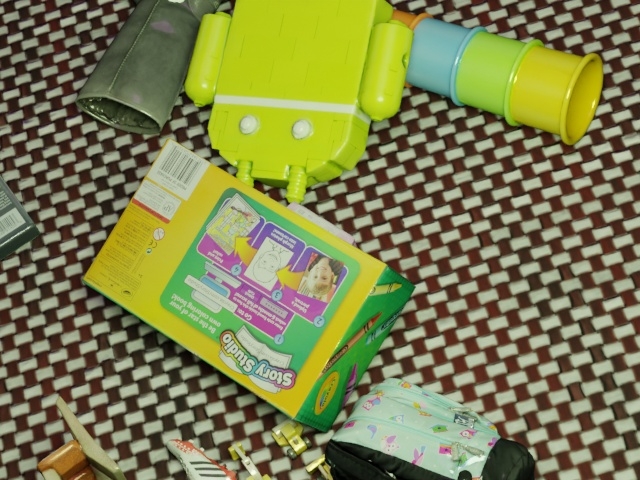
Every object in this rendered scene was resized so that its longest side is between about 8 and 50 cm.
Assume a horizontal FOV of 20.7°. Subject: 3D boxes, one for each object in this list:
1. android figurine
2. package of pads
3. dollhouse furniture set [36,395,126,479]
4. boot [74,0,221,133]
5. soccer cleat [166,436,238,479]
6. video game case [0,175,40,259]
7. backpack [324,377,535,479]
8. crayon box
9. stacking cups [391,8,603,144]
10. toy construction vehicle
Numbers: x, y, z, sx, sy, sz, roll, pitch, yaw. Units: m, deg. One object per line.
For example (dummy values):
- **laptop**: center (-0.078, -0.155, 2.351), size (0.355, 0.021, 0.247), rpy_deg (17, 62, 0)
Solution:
- **android figurine**: center (-0.024, -0.169, 1.783), size (0.248, 0.056, 0.273), rpy_deg (9, 79, 29)
- **package of pads**: center (0.000, 0.000, 1.721), size (0.083, 0.050, 0.032), rpy_deg (32, 69, 27)
- **dollhouse furniture set**: center (-0.317, 0.228, 1.521), size (0.262, 0.259, 0.135), rpy_deg (-36, 68, -13)
- **boot**: center (-0.210, -0.224, 1.904), size (0.189, 0.076, 0.209), rpy_deg (17, 70, 24)
- **soccer cleat**: center (-0.114, 0.213, 1.625), size (0.083, 0.029, 0.036), rpy_deg (30, 64, 21)
- **video game case**: center (-0.445, -0.047, 1.861), size (0.196, 0.026, 0.274), rpy_deg (-34, 57, -10)
- **backpack**: center (0.097, 0.203, 1.532), size (0.182, 0.152, 0.115), rpy_deg (21, 49, 27)
- **crayon box**: center (-0.071, 0.040, 1.664), size (0.278, 0.081, 0.165), rpy_deg (31, 89, 26)
- **stacking cups**: center (0.124, -0.180, 1.791), size (0.316, 0.096, 0.096), rpy_deg (17, 63, 24)
- **toy construction vehicle**: center (-0.029, 0.208, 1.606), size (0.086, 0.035, 0.098), rpy_deg (-31, 57, -9)
